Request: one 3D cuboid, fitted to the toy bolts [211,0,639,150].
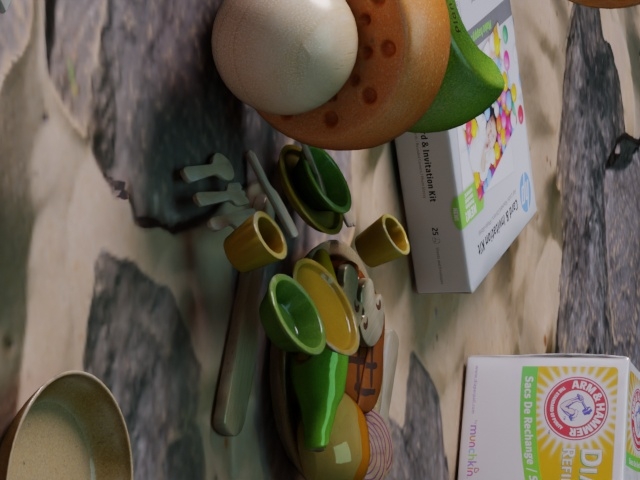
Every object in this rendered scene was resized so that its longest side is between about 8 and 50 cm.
[{"bbox_3d":[0.035,-0.168,0.691,0.158,0.218,0.228,-17,85,-60],"label":"toy bolts"}]

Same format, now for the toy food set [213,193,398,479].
[{"bbox_3d":[0.014,0.065,0.801,0.192,0.039,0.132,46,47,-57],"label":"toy food set"}]

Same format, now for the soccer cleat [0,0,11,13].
[{"bbox_3d":[-0.162,-0.007,0.369,0.248,0.095,0.083,-61,166,-22],"label":"soccer cleat"}]

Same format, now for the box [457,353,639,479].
[{"bbox_3d":[0.147,0.179,1.021,0.114,0.103,0.203,40,52,-60],"label":"box"}]

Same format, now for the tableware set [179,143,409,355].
[{"bbox_3d":[0.000,0.000,0.738,0.104,0.024,0.154,62,23,6],"label":"tableware set"}]

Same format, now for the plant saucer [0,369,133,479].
[{"bbox_3d":[-0.093,0.087,0.582,0.083,0.015,0.083,-2,90,-67],"label":"plant saucer"}]

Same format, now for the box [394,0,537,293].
[{"bbox_3d":[0.081,-0.080,0.968,0.145,0.038,0.186,-42,128,-60],"label":"box"}]
